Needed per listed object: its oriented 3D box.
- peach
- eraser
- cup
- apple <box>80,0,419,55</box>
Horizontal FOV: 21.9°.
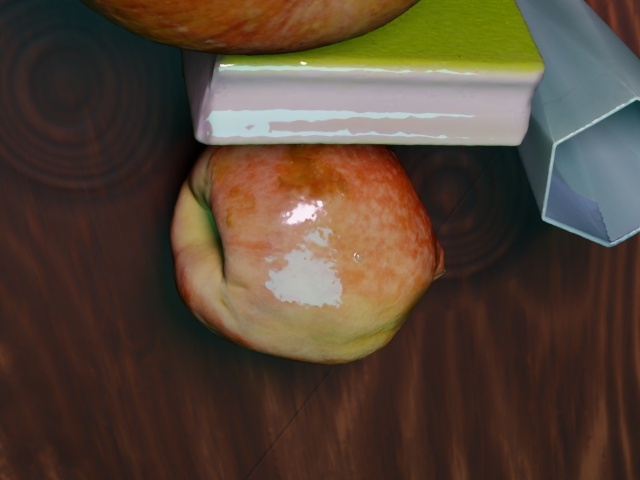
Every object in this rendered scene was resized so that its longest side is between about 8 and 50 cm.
[{"bbox_3d":[0.000,0.000,1.487,0.256,0.232,0.232,4,128,-29],"label":"peach"},{"bbox_3d":[0.025,-0.166,1.364,0.274,0.210,0.092,0,129,-12],"label":"eraser"},{"bbox_3d":[0.226,-0.122,1.435,0.148,0.236,0.134,25,118,-28],"label":"cup"},{"bbox_3d":[-0.056,-0.330,1.142,0.400,0.333,0.400,-22,147,-16],"label":"apple"}]
